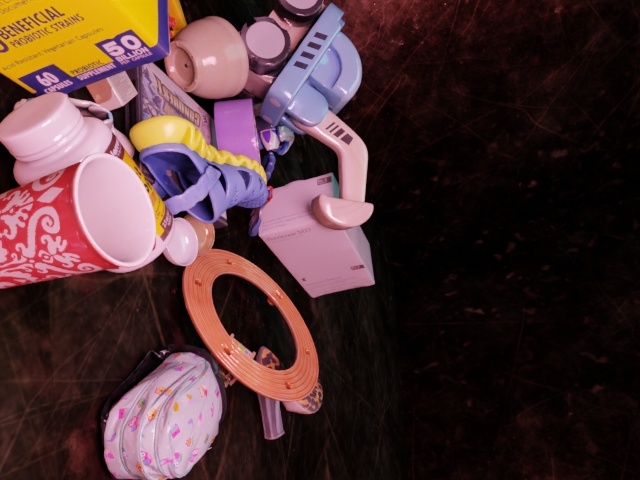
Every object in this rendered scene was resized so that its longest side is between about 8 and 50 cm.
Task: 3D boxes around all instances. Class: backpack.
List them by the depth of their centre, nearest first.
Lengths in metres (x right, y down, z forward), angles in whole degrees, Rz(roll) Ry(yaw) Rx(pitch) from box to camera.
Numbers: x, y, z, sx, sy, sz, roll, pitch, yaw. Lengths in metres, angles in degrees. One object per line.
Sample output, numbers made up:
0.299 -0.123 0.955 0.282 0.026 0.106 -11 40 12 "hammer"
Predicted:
-0.200 0.231 0.647 0.182 0.115 0.151 -34 112 -71 "backpack"

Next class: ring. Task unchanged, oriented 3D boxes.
-0.128 0.155 0.920 0.337 0.032 0.336 43 20 -19 "ring"

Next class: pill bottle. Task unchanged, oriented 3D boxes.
-0.279 -0.066 0.596 0.215 0.117 0.117 66 18 -45 "pill bottle"

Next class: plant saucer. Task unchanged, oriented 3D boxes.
-0.231 -0.013 0.902 0.083 0.015 0.083 11 77 -57 "plant saucer"

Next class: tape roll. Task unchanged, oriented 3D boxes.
-0.176 -0.210 1.066 0.189 0.080 0.188 172 -90 -86 "tape roll"

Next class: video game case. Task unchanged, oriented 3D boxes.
-0.265 -0.177 0.921 0.275 0.035 0.248 39 40 -66 "video game case"

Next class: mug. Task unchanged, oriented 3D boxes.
-0.266 0.002 0.504 0.113 0.170 0.150 -89 160 -44 "mug"

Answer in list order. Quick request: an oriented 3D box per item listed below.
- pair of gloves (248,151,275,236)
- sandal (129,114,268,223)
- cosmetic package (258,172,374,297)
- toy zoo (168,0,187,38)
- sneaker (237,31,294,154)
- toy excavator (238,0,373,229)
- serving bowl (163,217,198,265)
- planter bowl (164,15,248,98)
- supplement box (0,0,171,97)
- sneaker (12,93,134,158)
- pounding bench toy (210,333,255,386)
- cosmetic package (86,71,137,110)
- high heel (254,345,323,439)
-0.139 -0.111 1.157 0.159 0.023 0.198 128 -30 -49 "pair of gloves"
-0.194 -0.091 0.831 0.317 0.126 0.138 16 65 -63 "sandal"
0.000 0.000 1.375 0.385 0.217 0.156 52 28 -53 "cosmetic package"
-0.338 -0.479 0.933 0.293 0.030 0.192 -70 143 -63 "toy zoo"
-0.151 -0.366 1.306 0.323 0.130 0.236 53 22 -67 "sneaker"
-0.001 -0.302 1.119 0.432 0.445 0.222 -60 -171 -13 "toy excavator"
-0.246 0.004 0.833 0.083 0.027 0.083 -10 90 -68 "serving bowl"
-0.241 -0.358 0.980 0.109 0.162 0.162 -36 114 -45 "planter bowl"
-0.340 -0.337 0.492 0.356 0.194 0.195 40 38 -64 "supplement box"
-0.305 -0.147 0.664 0.191 0.083 0.071 13 62 -74 "sneaker"
-0.172 0.221 0.880 0.065 0.083 0.052 41 20 -7 "pounding bench toy"
-0.333 -0.260 0.737 0.060 0.041 0.115 -79 151 -55 "cosmetic package"
-0.063 0.300 1.096 0.261 0.093 0.186 -14 97 -66 "high heel"
